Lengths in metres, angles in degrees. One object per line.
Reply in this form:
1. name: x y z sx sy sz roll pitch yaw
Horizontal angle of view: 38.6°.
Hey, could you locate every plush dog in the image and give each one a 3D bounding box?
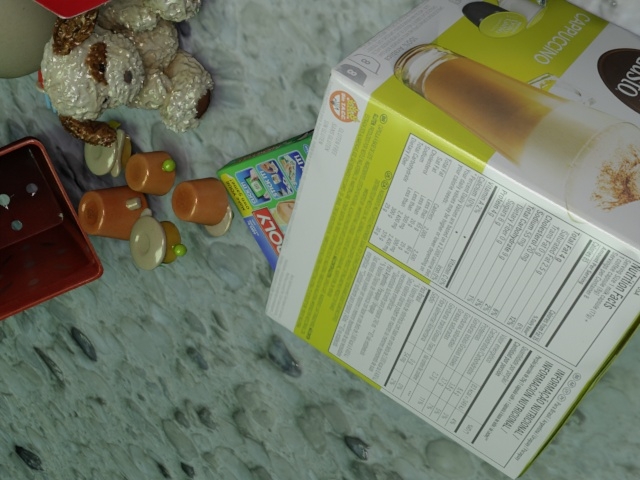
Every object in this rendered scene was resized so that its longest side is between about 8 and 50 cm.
1. plush dog: -0.291 -0.258 1.264 0.211 0.225 0.262 22 133 25

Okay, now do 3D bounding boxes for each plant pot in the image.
1. plant pot: -0.564 -0.038 1.616 0.236 0.267 0.267 -129 17 -65

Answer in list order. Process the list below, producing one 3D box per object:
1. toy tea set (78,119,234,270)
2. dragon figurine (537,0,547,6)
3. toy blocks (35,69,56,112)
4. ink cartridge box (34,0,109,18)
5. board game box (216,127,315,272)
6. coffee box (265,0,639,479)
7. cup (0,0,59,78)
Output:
1. toy tea set: -0.260 -0.061 1.484 0.336 0.124 0.199 28 109 37
2. dragon figurine: 0.238 -0.326 0.873 0.144 0.085 0.289 -32 101 31
3. toy blocks: -0.416 -0.267 1.488 0.123 0.054 0.148 25 134 23
4. ink cartridge box: -0.286 -0.422 1.070 0.272 0.309 0.130 35 137 12
5. board game box: 0.000 0.000 1.365 0.214 0.046 0.317 -15 111 44
6. coffee box: 0.191 -0.031 0.964 0.334 0.337 0.338 32 136 15
7. cup: -0.482 -0.369 1.305 0.331 0.331 0.237 20 159 27
